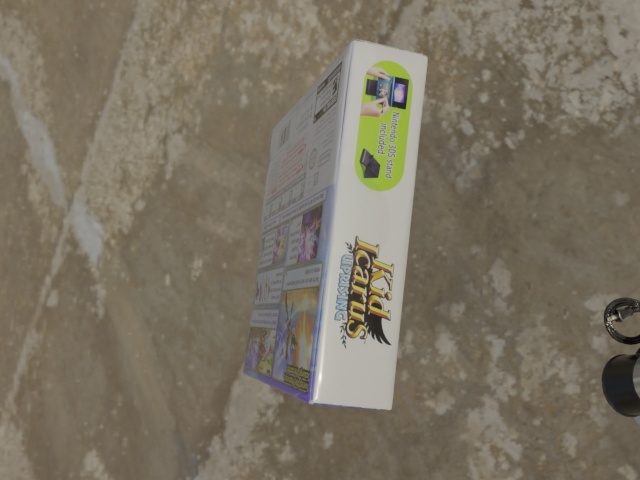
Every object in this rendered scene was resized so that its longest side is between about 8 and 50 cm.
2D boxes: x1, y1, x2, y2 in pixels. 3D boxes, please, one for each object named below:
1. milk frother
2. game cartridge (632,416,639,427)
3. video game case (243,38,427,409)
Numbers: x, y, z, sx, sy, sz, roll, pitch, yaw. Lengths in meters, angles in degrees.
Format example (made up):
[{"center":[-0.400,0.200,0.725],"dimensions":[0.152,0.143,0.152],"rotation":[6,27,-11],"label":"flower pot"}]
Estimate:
[{"center":[0.433,0.141,0.988],"dimensions":[0.143,0.129,0.135],"rotation":[57,153,2],"label":"milk frother"},{"center":[0.629,0.338,1.209],"dimensions":[0.198,0.297,0.062],"rotation":[-3,47,56],"label":"game cartridge"},{"center":[0.000,0.000,0.634],"dimensions":[0.269,0.061,0.244],"rotation":[162,116,-74],"label":"video game case"}]
